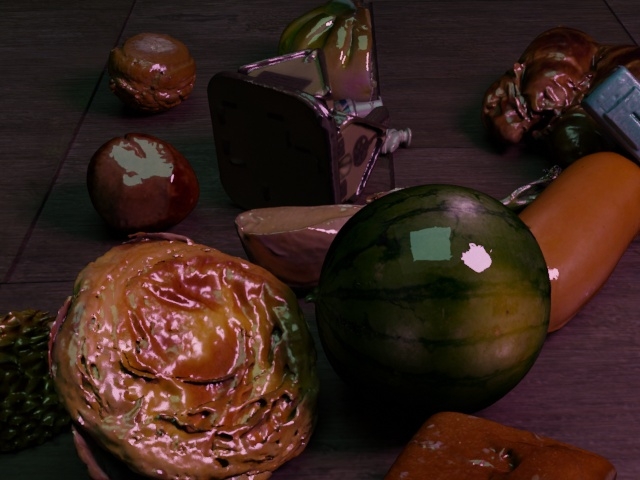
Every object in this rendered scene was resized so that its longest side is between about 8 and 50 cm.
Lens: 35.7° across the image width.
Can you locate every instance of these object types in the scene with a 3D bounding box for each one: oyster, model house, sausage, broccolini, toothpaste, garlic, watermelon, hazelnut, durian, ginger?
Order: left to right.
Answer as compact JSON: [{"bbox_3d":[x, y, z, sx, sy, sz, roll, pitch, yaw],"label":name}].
[{"bbox_3d":[-0.329,0.150,1.048,0.252,0.144,0.139,-34,7,-30],"label":"durian"},{"bbox_3d":[-0.240,-0.073,1.347,0.154,0.143,0.143,9,34,2],"label":"hazelnut"},{"bbox_3d":[-0.032,-0.178,1.568,0.266,0.061,0.096,-11,34,-4],"label":"toothpaste"},{"bbox_3d":[-0.008,0.011,1.220,0.195,0.101,0.087,-2,37,-7],"label":"garlic"},{"bbox_3d":[0.005,-0.182,1.386,0.205,0.218,0.279,20,45,27],"label":"model house"},{"bbox_3d":[0.112,-0.046,1.370,0.093,0.034,0.051,32,61,25],"label":"oyster"},{"bbox_3d":[0.112,0.062,1.009,0.242,0.242,0.242,-1,33,1],"label":"watermelon"},{"bbox_3d":[0.252,-0.053,1.350,0.216,0.067,0.058,-13,-4,-17],"label":"broccolini"},{"bbox_3d":[0.294,0.007,1.205,0.134,0.116,0.354,43,48,6],"label":"sausage"},{"bbox_3d":[0.410,-0.213,1.504,0.274,0.152,0.357,-26,39,-33],"label":"ginger"}]

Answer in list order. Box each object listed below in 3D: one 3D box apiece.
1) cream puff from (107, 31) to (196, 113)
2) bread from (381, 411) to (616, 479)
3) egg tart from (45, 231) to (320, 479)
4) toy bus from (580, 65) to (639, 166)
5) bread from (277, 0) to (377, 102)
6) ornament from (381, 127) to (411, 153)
[{"bbox_3d":[-0.283,-0.273,1.658,0.150,0.115,0.165,29,34,28],"label":"cream puff"},{"bbox_3d":[0.129,0.255,0.831,0.184,0.110,0.234,14,37,24],"label":"bread"},{"bbox_3d":[-0.140,0.132,0.980,0.297,0.132,0.297,20,52,-28],"label":"egg tart"},{"bbox_3d":[0.453,-0.117,1.301,0.262,0.091,0.109,48,12,13],"label":"toy bus"},{"bbox_3d":[0.009,-0.311,1.673,0.156,0.158,0.260,-26,38,-28],"label":"bread"},{"bbox_3d":[0.094,-0.157,1.533,0.092,0.041,0.068,-12,28,-43],"label":"ornament"}]
